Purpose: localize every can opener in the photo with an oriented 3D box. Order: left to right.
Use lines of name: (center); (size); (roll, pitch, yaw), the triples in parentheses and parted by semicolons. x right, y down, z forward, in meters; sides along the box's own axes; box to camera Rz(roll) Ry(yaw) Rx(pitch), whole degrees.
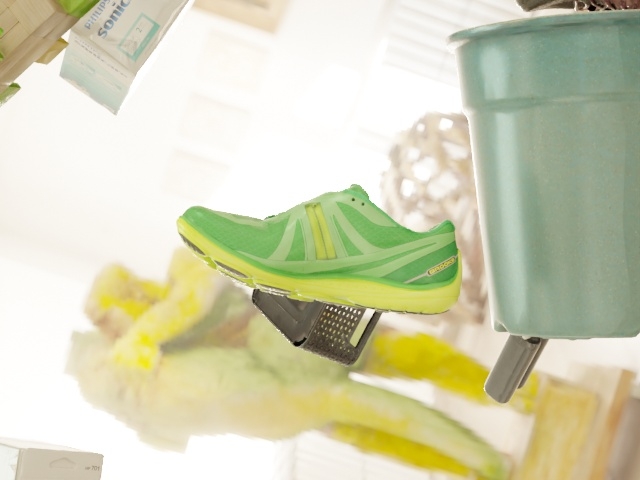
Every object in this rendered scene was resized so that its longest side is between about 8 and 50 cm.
can opener: (0.300, 0.140, 1.841); (0.074, 0.093, 0.280); (-36, -19, -34)

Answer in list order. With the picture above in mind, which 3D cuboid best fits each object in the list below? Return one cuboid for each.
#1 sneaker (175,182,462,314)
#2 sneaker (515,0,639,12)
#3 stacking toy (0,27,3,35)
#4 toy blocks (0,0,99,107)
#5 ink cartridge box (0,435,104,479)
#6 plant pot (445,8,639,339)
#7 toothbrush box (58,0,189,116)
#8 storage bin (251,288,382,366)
sneaker: (0.000, 0.000, 1.360); (0.109, 0.295, 0.124); (147, 133, -79)
sneaker: (0.412, -0.311, 1.810); (0.106, 0.281, 0.163); (-25, -80, -73)
stacking toy: (-0.511, -0.198, 1.666); (0.052, 0.167, 0.221); (67, -153, -16)
toy blocks: (-0.532, -0.316, 1.864); (0.381, 0.261, 0.191); (-40, -5, 11)
ink cartridge box: (-0.417, 0.322, 1.893); (0.190, 0.139, 0.082); (3, 82, 49)
plant pot: (0.311, -0.065, 1.489); (0.341, 0.341, 0.334); (180, 89, -83)
toothbrush box: (-0.303, -0.347, 2.150); (0.216, 0.126, 0.295); (-57, 7, -15)
storage bin: (-0.002, 0.067, 1.714); (0.122, 0.084, 0.180); (-62, 32, 7)
